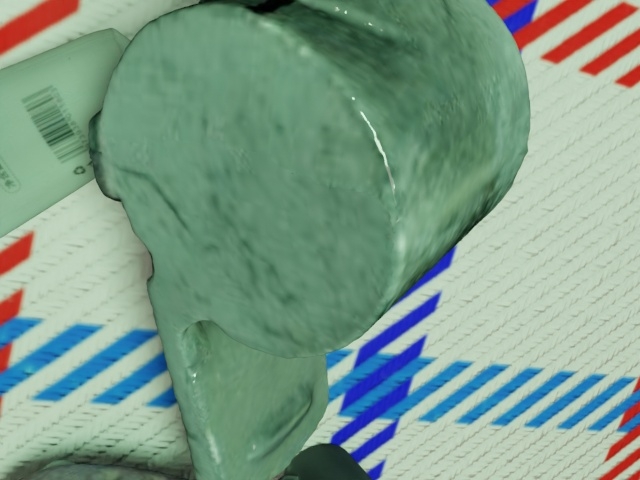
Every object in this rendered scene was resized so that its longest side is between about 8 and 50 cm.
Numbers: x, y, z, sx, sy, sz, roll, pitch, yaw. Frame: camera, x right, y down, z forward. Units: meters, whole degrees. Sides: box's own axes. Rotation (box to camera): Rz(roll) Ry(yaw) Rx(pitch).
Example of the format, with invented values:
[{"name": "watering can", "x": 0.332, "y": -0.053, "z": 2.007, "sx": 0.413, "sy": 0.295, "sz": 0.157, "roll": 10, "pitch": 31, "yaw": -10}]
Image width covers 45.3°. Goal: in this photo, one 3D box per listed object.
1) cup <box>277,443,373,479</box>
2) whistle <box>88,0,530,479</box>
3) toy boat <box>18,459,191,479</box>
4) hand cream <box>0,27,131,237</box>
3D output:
[{"name": "cup", "x": 0.002, "y": 0.214, "z": 0.634, "sx": 0.100, "sy": 0.077, "sz": 0.078, "roll": 28, "pitch": 97, "yaw": -29}, {"name": "whistle", "x": -0.027, "y": -0.007, "z": 0.480, "sx": 0.168, "sy": 0.188, "sz": 0.404, "roll": -37, "pitch": 162, "yaw": -47}, {"name": "toy boat", "x": -0.134, "y": 0.224, "z": 0.578, "sx": 0.227, "sy": 0.085, "sz": 0.155, "roll": 24, "pitch": 124, "yaw": -27}, {"name": "hand cream", "x": -0.239, "y": -0.028, "z": 0.460, "sx": 0.321, "sy": 0.067, "sz": 0.109, "roll": -30, "pitch": 119, "yaw": -5}]
